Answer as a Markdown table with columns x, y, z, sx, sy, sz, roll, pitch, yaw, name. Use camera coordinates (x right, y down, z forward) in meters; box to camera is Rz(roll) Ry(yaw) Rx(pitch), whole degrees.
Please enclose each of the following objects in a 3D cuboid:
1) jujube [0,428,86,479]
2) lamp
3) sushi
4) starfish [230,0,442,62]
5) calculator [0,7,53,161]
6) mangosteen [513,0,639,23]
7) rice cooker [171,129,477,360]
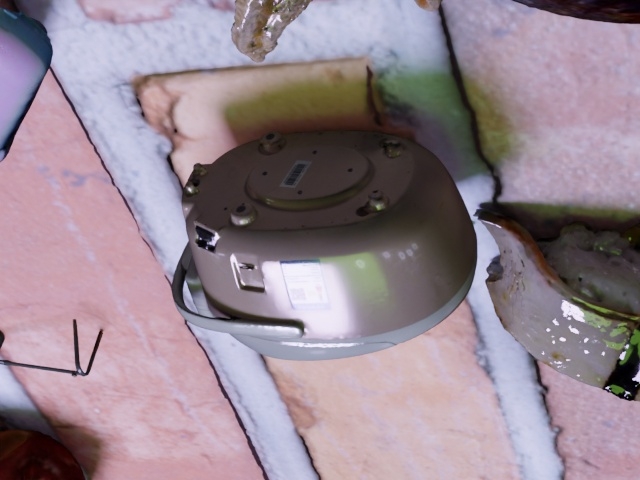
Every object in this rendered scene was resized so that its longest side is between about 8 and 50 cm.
| x | y | z | sx | sy | sz | roll | pitch | yaw | name |
| --- | --- | --- | --- | --- | --- | --- | --- | --- | --- |
| -0.333 | 0.301 | 1.499 | 0.216 | 0.216 | 0.342 | 25 | 134 | -22 | jujube |
| -0.239 | 0.093 | 1.313 | 0.121 | 0.054 | 0.041 | -9 | 140 | 21 | lamp |
| 0.228 | 0.061 | 1.142 | 0.273 | 0.109 | 0.134 | 21 | 142 | -17 | sushi |
| -0.019 | -0.160 | 0.883 | 0.138 | 0.050 | 0.247 | -29 | 146 | 14 | starfish |
| -0.283 | -0.090 | 1.055 | 0.173 | 0.051 | 0.293 | 15 | 149 | -20 | calculator |
| 0.115 | -0.239 | 0.632 | 0.330 | 0.330 | 0.330 | 5 | 143 | 4 | mangosteen |
| 0.000 | 0.000 | 1.077 | 0.206 | 0.145 | 0.127 | 2 | 131 | 17 | rice cooker |
